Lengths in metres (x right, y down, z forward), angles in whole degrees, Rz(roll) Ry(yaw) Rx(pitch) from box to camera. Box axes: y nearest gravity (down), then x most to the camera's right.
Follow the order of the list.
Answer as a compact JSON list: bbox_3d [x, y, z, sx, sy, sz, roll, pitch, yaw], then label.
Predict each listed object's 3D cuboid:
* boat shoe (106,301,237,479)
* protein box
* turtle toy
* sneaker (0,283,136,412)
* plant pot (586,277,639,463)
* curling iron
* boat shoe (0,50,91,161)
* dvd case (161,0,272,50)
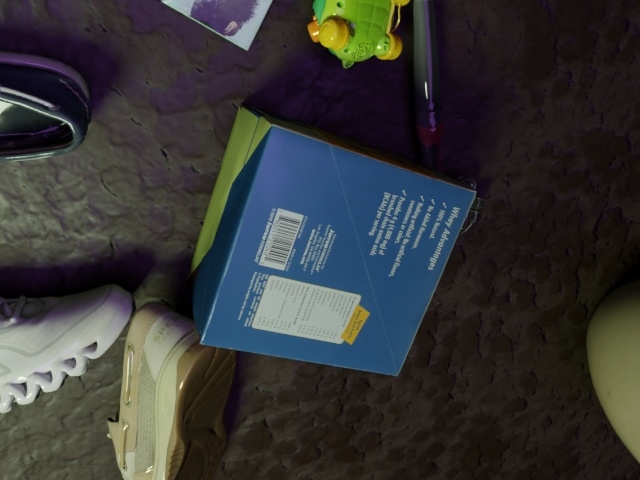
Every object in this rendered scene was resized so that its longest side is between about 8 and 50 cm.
[{"bbox_3d":[-0.165,0.195,0.614,0.109,0.098,0.302,-34,146,-50],"label":"boat shoe"},{"bbox_3d":[0.000,0.000,0.569,0.201,0.136,0.199,14,105,-23],"label":"protein box"},{"bbox_3d":[0.030,-0.223,0.533,0.095,0.066,0.130,-5,110,-42],"label":"turtle toy"},{"bbox_3d":[-0.315,0.094,0.521,0.292,0.110,0.118,-21,107,-11],"label":"sneaker"},{"bbox_3d":[0.463,0.150,0.757,0.285,0.191,0.283,-6,111,-16],"label":"plant pot"},{"bbox_3d":[0.125,-0.128,0.621,0.068,0.035,0.273,-23,117,-14],"label":"curling iron"},{"bbox_3d":[-0.312,-0.098,0.450,0.255,0.079,0.095,2,129,-20],"label":"boat shoe"},{"bbox_3d":[-0.076,-0.243,0.519,0.087,0.013,0.119,25,100,-25],"label":"dvd case"}]
